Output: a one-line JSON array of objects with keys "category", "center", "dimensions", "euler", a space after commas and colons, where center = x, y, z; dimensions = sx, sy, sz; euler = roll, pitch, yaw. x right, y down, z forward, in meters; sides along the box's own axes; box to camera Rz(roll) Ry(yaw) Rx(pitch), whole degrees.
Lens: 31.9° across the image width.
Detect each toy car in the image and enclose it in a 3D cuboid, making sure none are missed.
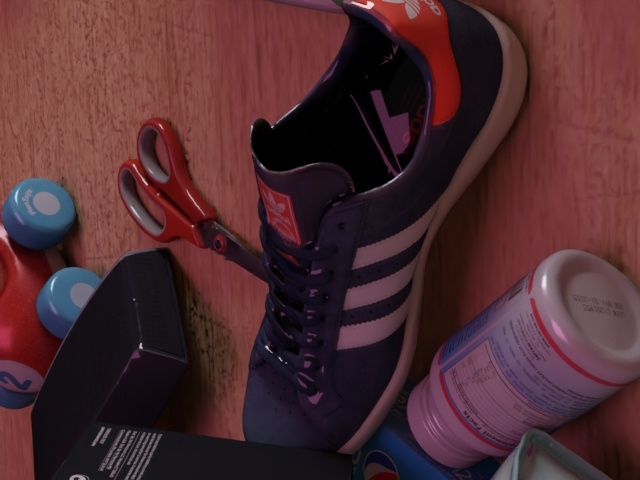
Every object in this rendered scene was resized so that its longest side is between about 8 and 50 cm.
[{"category": "toy car", "center": [-0.381, 0.073, 1.165], "dimensions": [0.219, 0.238, 0.210], "euler": [-44, 65, 45]}]

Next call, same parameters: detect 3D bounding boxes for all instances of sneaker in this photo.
[{"category": "sneaker", "center": [0.000, 0.000, 0.728], "dimensions": [0.131, 0.148, 0.350], "euler": [31, 106, 38]}]

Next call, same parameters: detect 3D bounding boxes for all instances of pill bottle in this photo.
[{"category": "pill bottle", "center": [0.125, 0.081, 0.699], "dimensions": [0.160, 0.087, 0.087], "euler": [-47, 63, 44]}]

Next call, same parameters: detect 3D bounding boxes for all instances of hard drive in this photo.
[{"category": "hard drive", "center": [-0.208, 0.141, 1.058], "dimensions": [0.254, 0.054, 0.172], "euler": [-55, 33, 29]}]

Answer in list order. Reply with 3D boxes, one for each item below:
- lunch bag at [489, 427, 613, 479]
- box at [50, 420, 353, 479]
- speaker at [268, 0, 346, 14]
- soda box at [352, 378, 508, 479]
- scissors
[{"category": "lunch bag", "center": [0.159, 0.282, 0.644], "dimensions": [0.262, 0.160, 0.223], "euler": [36, 122, 10]}, {"category": "box", "center": [-0.083, 0.267, 0.741], "dimensions": [0.184, 0.103, 0.261], "euler": [8, 106, 5]}, {"category": "speaker", "center": [-0.047, -0.239, 0.807], "dimensions": [0.296, 0.131, 0.131], "euler": [22, 114, 45]}, {"category": "soda box", "center": [0.042, 0.142, 0.822], "dimensions": [0.210, 0.067, 0.071], "euler": [35, 122, 40]}, {"category": "scissors", "center": [-0.097, 0.002, 0.996], "dimensions": [0.297, 0.021, 0.109], "euler": [47, 127, 32]}]
